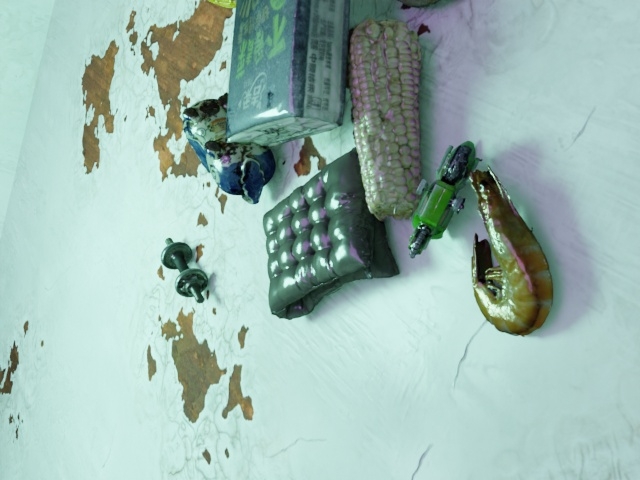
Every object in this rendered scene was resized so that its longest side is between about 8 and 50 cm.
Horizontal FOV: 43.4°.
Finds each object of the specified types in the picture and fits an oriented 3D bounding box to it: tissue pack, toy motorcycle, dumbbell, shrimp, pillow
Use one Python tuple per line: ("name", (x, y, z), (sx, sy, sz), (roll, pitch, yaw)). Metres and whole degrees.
("tissue pack", (-0.062, -0.379, 1.426), (0.288, 0.124, 0.394), (-5, 80, 62))
("toy motorcycle", (0.185, -0.060, 1.227), (0.074, 0.106, 0.190), (28, 108, 10))
("dumbbell", (-0.324, 0.068, 1.911), (0.254, 0.082, 0.081), (52, 125, 46))
("shrimp", (0.256, 0.015, 1.138), (0.150, 0.068, 0.248), (-28, 67, 55))
("pillow", (0.000, 0.000, 1.466), (0.326, 0.101, 0.228), (-30, 57, 46))

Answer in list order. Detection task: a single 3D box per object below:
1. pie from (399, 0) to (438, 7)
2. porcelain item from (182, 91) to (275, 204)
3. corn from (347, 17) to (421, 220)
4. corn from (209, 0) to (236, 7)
("pie", (0.195, -0.525, 1.313), (0.302, 0.067, 0.302), (-10, 78, 52))
("porcelain item", (-0.204, -0.186, 1.738), (0.288, 0.138, 0.186), (48, 152, 39))
("corn", (0.108, -0.202, 1.332), (0.127, 0.127, 0.335), (-10, 77, 53))
("corn", (-0.231, -0.592, 1.914), (0.206, 0.067, 0.067), (35, 112, 53))
